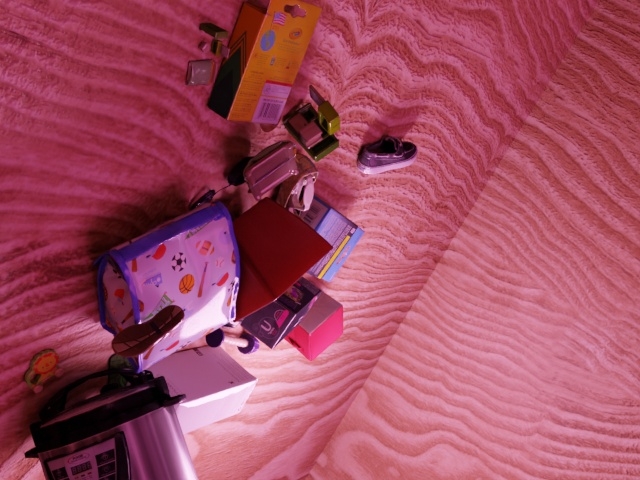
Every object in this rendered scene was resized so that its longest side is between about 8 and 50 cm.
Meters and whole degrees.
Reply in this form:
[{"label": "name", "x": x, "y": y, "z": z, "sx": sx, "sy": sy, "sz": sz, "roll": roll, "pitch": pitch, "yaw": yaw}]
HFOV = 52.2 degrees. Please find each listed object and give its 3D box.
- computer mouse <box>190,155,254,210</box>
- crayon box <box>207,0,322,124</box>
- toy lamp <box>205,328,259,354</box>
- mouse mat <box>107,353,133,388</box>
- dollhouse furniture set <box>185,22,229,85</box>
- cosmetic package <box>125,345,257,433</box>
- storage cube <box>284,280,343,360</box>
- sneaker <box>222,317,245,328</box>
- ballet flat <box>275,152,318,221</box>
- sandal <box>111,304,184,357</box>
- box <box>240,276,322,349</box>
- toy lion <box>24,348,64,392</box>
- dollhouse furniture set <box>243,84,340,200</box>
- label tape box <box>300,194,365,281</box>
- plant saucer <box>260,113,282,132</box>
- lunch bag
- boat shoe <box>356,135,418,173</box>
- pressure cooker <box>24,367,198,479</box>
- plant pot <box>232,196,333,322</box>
[{"label": "computer mouse", "x": -0.264, "y": -0.159, "z": 1.796, "sx": 0.242, "sy": 0.041, "sz": 0.071, "roll": -38, "pitch": 166, "yaw": -19}, {"label": "crayon box", "x": -0.135, "y": -0.450, "z": 1.606, "sx": 0.202, "sy": 0.081, "sz": 0.318, "roll": -8, "pitch": 129, "yaw": -55}, {"label": "toy lamp", "x": -0.297, "y": 0.354, "z": 2.281, "sx": 0.080, "sy": 0.080, "sz": 0.275, "roll": -56, "pitch": 153, "yaw": 3}, {"label": "mouse mat", "x": -0.570, "y": 0.382, "z": 1.956, "sx": 0.152, "sy": 0.007, "sz": 0.189, "roll": -25, "pitch": 142, "yaw": -44}, {"label": "dollhouse furniture set", "x": -0.251, "y": -0.413, "z": 1.488, "sx": 0.076, "sy": 0.058, "sz": 0.151, "roll": -22, "pitch": 139, "yaw": -46}, {"label": "cosmetic package", "x": -0.412, "y": 0.474, "z": 2.083, "sx": 0.385, "sy": 0.217, "sz": 0.156, "roll": 0, "pitch": 122, "yaw": -62}, {"label": "storage cube", "x": -0.037, "y": 0.309, "z": 2.528, "sx": 0.215, "sy": 0.183, "sz": 0.193, "roll": -38, "pitch": 148, "yaw": -27}, {"label": "sneaker", "x": -0.309, "y": 0.248, "z": 2.138, "sx": 0.234, "sy": 0.078, "sz": 0.106, "roll": -1, "pitch": 120, "yaw": -60}, {"label": "ballet flat", "x": -0.088, "y": -0.102, "z": 2.046, "sx": 0.123, "sy": 0.123, "sz": 0.348, "roll": -20, "pitch": 138, "yaw": -48}, {"label": "sandal", "x": -0.399, "y": 0.216, "z": 1.530, "sx": 0.180, "sy": 0.072, "sz": 0.049, "roll": -33, "pitch": 166, "yaw": -20}, {"label": "box", "x": -0.130, "y": 0.229, "z": 2.233, "sx": 0.165, "sy": 0.143, "sz": 0.270, "roll": -57, "pitch": 171, "yaw": 22}, {"label": "toy lion", "x": -0.704, "y": 0.325, "z": 1.653, "sx": 0.100, "sy": 0.034, "sz": 0.096, "roll": -41, "pitch": 143, "yaw": -24}, {"label": "dollhouse furniture set", "x": -0.109, "y": -0.269, "z": 1.766, "sx": 0.301, "sy": 0.151, "sz": 0.197, "roll": -36, "pitch": 165, "yaw": -8}, {"label": "label tape box", "x": 0.000, "y": 0.000, "z": 2.313, "sx": 0.240, "sy": 0.106, "sz": 0.334, "roll": -55, "pitch": 154, "yaw": 3}, {"label": "plant saucer", "x": -0.140, "y": -0.338, "z": 1.799, "sx": 0.083, "sy": 0.015, "sz": 0.083, "roll": -38, "pitch": 148, "yaw": -29}, {"label": "lunch bag", "x": -0.387, "y": 0.093, "z": 1.668, "sx": 0.328, "sy": 0.239, "sz": 0.385, "roll": -31, "pitch": 152, "yaw": -34}, {"label": "boat shoe", "x": 0.253, "y": -0.326, "z": 2.354, "sx": 0.301, "sy": 0.108, "sz": 0.102, "roll": -20, "pitch": 139, "yaw": -38}, {"label": "pressure cooker", "x": -0.552, "y": 0.558, "z": 1.737, "sx": 0.370, "sy": 0.420, "sz": 0.375, "roll": -14, "pitch": 172, "yaw": -44}, {"label": "plant pot", "x": -0.176, "y": 0.037, "z": 1.856, "sx": 0.267, "sy": 0.236, "sz": 0.267, "roll": -40, "pitch": -175, "yaw": -38}]
